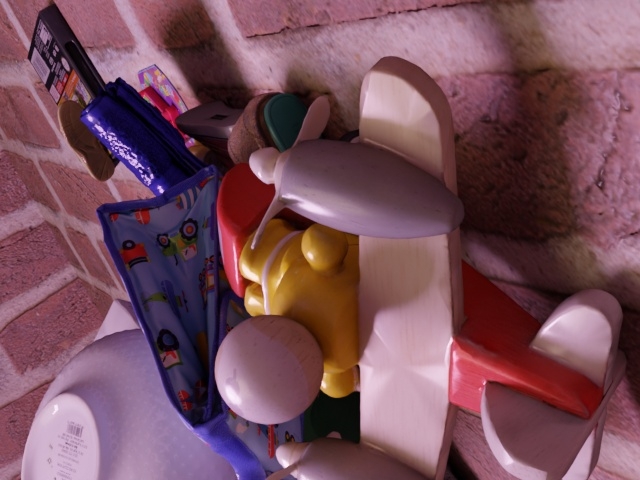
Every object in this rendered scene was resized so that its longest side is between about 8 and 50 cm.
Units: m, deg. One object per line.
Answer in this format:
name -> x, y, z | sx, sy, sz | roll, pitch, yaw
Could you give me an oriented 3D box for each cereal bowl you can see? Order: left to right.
cereal bowl -> -0.235, 0.259, 1.384 | 0.141, 0.339, 0.339 | 15, -164, -41

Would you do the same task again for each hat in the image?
hat -> 0.042, 0.110, 1.387 | 0.208, 0.173, 0.184 | -57, 32, 31

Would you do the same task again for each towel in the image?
towel -> -0.151, -0.069, 1.458 | 0.308, 0.076, 0.227 | 46, -179, -13

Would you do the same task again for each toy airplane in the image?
toy airplane -> 0.050, 0.081, 0.996 | 0.386, 0.272, 0.384 | 65, 152, 0

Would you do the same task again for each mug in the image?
mug -> -0.152, -0.103, 1.591 | 0.078, 0.062, 0.064 | 54, 156, -13

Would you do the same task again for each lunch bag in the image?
lunch bag -> -0.099, 0.116, 1.210 | 0.221, 0.138, 0.293 | 58, -166, -57

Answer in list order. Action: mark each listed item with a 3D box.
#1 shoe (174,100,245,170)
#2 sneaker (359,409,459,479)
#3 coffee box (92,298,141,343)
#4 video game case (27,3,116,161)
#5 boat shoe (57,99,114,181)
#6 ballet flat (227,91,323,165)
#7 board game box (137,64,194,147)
shoe -> -0.111, -0.113, 1.452 | 0.178, 0.063, 0.081 | 18, 135, 59
sneaker -> 0.134, 0.293, 1.447 | 0.153, 0.101, 0.269 | 32, 156, 52
coffee box -> -0.138, 0.323, 1.618 | 0.338, 0.338, 0.334 | 18, -166, -42
video game case -> -0.402, -0.243, 2.060 | 0.248, 0.035, 0.275 | 58, 162, -3
boat shoe -> -0.389, -0.164, 2.014 | 0.048, 0.056, 0.153 | 26, 152, 50
ballet flat -> 0.000, 0.000, 1.265 | 0.106, 0.107, 0.316 | -29, 84, 45
board game box -> -0.220, -0.171, 1.697 | 0.133, 0.033, 0.168 | 61, 162, -12
